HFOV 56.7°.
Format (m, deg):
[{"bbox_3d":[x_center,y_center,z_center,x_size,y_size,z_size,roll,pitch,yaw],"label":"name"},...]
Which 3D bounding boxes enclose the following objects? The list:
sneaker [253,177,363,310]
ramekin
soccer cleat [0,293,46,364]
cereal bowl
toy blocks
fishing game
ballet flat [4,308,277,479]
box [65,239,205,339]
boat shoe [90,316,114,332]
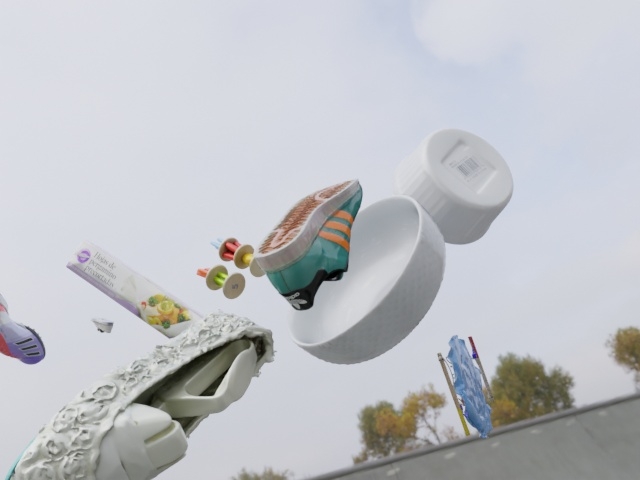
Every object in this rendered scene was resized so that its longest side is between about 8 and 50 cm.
[{"bbox_3d":[0.000,0.000,0.975,0.108,0.121,0.302,-12,23,34],"label":"sneaker"},{"bbox_3d":[0.327,-0.140,1.434,0.277,0.277,0.135,-4,-29,-25],"label":"ramekin"},{"bbox_3d":[-0.822,0.251,1.532,0.109,0.116,0.318,-6,-43,4],"label":"soccer cleat"},{"bbox_3d":[0.099,0.087,1.083,0.141,0.339,0.339,40,-55,-20],"label":"cereal bowl"},{"bbox_3d":[-0.188,0.045,1.160,0.123,0.148,0.054,-40,-48,-30],"label":"toy blocks"},{"bbox_3d":[0.261,0.262,1.061,0.041,0.189,0.264,-22,-7,22],"label":"fishing game"},{"bbox_3d":[-0.194,0.208,0.754,0.147,0.147,0.409,-42,-1,38],"label":"ballet flat"},{"bbox_3d":[-0.315,0.104,1.067,0.063,0.324,0.067,-57,-21,-9],"label":"box"},{"bbox_3d":[-0.546,0.213,1.481,0.100,0.035,0.035,5,-4,45],"label":"boat shoe"}]
